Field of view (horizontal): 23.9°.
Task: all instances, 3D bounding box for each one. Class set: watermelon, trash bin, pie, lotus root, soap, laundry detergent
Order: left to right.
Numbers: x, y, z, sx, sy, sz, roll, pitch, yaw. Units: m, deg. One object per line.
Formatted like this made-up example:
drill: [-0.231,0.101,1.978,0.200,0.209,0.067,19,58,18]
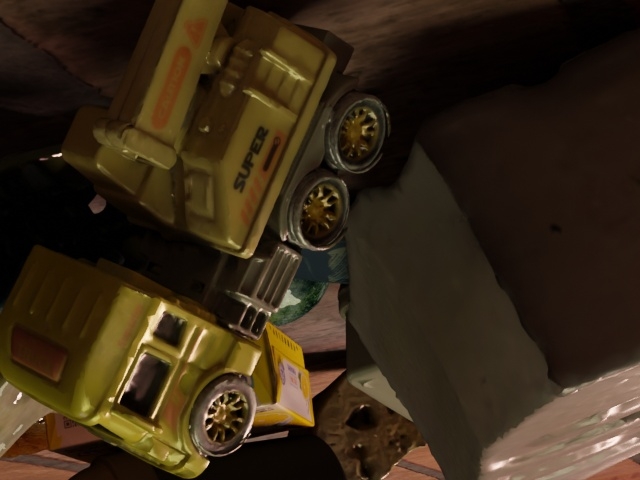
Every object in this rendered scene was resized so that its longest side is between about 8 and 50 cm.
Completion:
pie: [-0.385,0.229,1.821,0.195,0.046,0.195,-9,163,-3]
trash bin: [-0.145,0.324,1.640,0.334,0.214,0.214,-5,163,-27]
watermelon: [-0.029,0.031,1.394,0.085,0.085,0.061,-2,-159,-22]
laundry detergent: [0.000,0.001,1.268,0.206,0.061,0.097,4,161,-34]
lotus root: [0.052,0.221,1.807,0.235,0.138,0.119,-39,171,-26]
soap: [0.208,0.027,1.109,0.350,0.212,0.435,-21,161,-3]

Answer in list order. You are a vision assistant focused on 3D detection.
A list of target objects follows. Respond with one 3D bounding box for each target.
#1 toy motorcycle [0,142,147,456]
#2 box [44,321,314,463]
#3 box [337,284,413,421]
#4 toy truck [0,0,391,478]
toy motorcycle: [-0.202,0.042,1.021,0.410,0.169,0.237,-17,148,-53]
box: [-0.155,0.172,1.667,0.265,0.097,0.168,-12,162,10]
box: [0.123,0.099,1.452,0.148,0.129,0.210,-20,142,33]
toy truck: [-0.083,-0.014,0.868,0.124,0.272,0.157,20,172,44]
